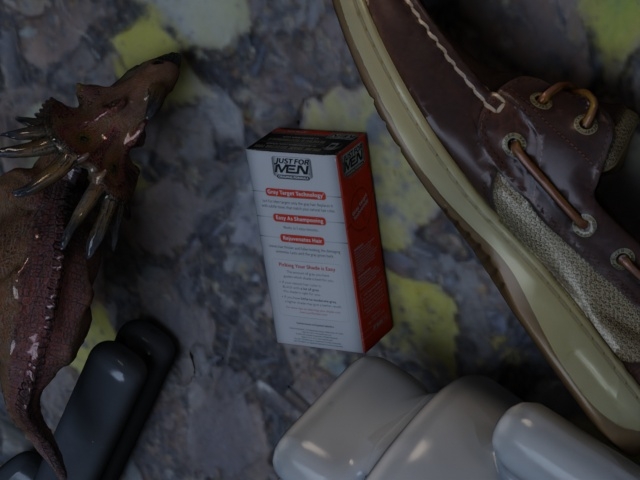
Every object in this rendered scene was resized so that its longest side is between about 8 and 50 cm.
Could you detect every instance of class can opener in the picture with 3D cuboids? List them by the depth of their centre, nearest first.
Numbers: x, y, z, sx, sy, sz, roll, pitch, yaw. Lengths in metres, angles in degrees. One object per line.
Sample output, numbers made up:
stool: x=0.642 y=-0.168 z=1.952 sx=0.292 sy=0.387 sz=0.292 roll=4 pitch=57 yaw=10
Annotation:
can opener: x=-0.201 y=0.162 z=1.494 sx=0.095 sy=0.076 sz=0.283 roll=35 pitch=126 yaw=12

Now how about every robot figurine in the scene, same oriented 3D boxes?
robot figurine: x=0.130 y=0.221 z=1.231 sx=0.353 sy=0.200 sz=0.300 roll=35 pitch=142 yaw=14

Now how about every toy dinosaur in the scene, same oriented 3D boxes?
toy dinosaur: x=-0.186 y=0.019 z=1.332 sx=0.200 sy=0.127 sz=0.296 roll=0 pitch=87 yaw=57

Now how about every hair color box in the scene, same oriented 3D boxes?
hair color box: x=0.000 y=0.000 z=1.305 sx=0.072 sy=0.043 sz=0.141 roll=6 pitch=117 yaw=30

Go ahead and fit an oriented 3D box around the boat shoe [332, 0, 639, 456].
boat shoe: x=0.133 y=-0.042 z=1.171 sx=0.123 sy=0.123 sz=0.342 roll=-34 pitch=87 yaw=9
